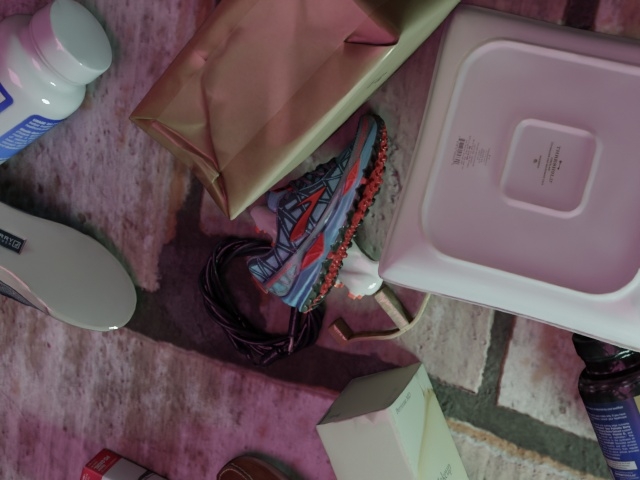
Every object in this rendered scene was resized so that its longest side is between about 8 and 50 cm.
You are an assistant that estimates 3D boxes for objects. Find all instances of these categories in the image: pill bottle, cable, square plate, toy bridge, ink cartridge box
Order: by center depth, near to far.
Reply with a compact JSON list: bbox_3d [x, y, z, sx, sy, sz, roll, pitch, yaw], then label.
[{"bbox_3d":[0.262,-0.080,1.518,0.344,0.049,0.347,15,89,18],"label":"square plate"},{"bbox_3d":[0.383,0.200,1.596,0.123,0.123,0.219,-18,100,26],"label":"pill bottle"},{"bbox_3d":[0.097,0.088,1.727,0.188,0.026,0.063,-36,94,27],"label":"toy bridge"},{"bbox_3d":[-0.410,-0.205,1.762,0.272,0.152,0.152,-30,95,26],"label":"pill bottle"},{"bbox_3d":[-0.081,0.076,1.783,0.150,0.047,0.184,-26,96,27],"label":"cable"},{"bbox_3d":[-0.283,0.394,1.960,0.150,0.063,0.109,24,114,13],"label":"ink cartridge box"}]

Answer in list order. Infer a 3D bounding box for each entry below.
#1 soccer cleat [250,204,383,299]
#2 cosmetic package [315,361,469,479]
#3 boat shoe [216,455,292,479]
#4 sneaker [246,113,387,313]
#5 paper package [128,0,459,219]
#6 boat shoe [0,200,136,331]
[{"bbox_3d":[0.000,0.000,1.721,0.196,0.068,0.076,33,97,10],"label":"soccer cleat"},{"bbox_3d":[0.119,0.335,1.728,0.113,0.160,0.309,-16,102,25],"label":"cosmetic package"},{"bbox_3d":[-0.053,0.441,1.817,0.324,0.116,0.123,54,133,19],"label":"boat shoe"},{"bbox_3d":[-0.008,-0.049,1.643,0.125,0.104,0.262,26,88,11],"label":"sneaker"},{"bbox_3d":[-0.011,-0.217,1.497,0.168,0.325,0.309,44,119,0],"label":"paper package"},{"bbox_3d":[-0.424,0.025,1.878,0.340,0.127,0.158,33,162,-12],"label":"boat shoe"}]
